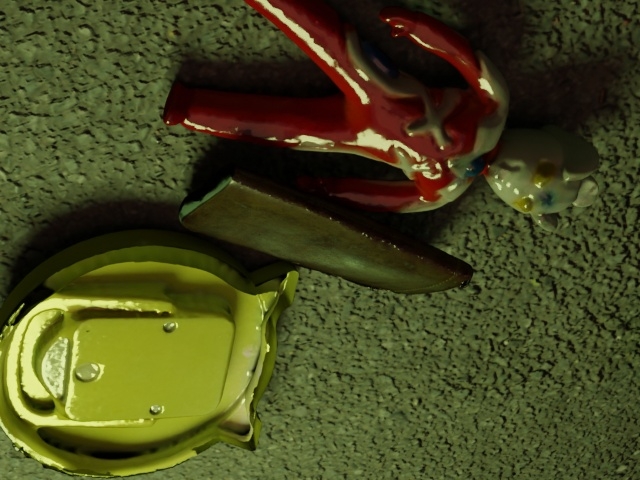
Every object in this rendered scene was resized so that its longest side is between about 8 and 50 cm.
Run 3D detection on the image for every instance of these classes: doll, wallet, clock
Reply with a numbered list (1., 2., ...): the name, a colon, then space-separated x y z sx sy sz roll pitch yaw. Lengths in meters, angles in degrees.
1. doll: 0.071 -0.099 0.842 0.383 0.099 0.188 16 126 -18
2. wallet: 0.000 0.000 0.909 0.255 0.031 0.137 22 158 -26
3. clock: -0.179 0.110 0.982 0.293 0.071 0.277 7 118 -26
